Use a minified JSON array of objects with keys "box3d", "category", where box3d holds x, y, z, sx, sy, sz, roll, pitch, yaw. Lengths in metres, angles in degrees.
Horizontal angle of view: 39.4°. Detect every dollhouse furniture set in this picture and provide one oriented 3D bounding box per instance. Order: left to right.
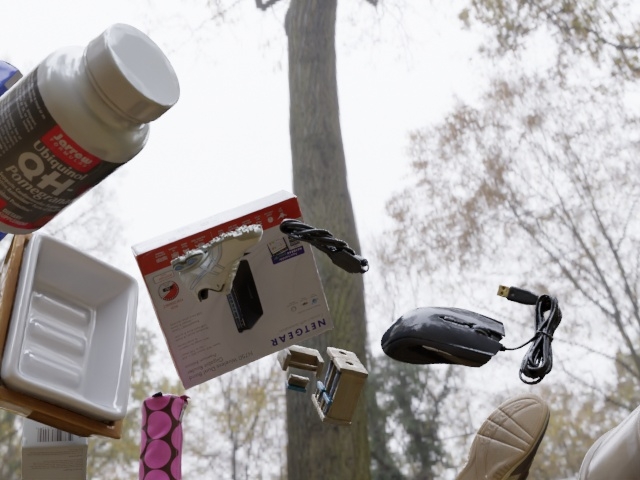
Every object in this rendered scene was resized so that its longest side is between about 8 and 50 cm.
[{"box3d":[-0.016,0.301,1.930,0.183,0.129,0.129,15,-80,-16],"category":"dollhouse furniture set"}]

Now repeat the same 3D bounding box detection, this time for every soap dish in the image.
[{"box3d":[-0.405,0.150,1.384,0.118,0.291,0.229,-32,-46,32],"category":"soap dish"}]

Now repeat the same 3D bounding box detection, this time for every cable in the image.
[{"box3d":[0.000,0.000,1.626,0.184,0.150,0.047,30,-88,-31],"category":"cable"}]

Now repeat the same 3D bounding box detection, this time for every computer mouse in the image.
[{"box3d":[0.225,0.113,1.322,0.262,0.184,0.060,6,-50,28],"category":"computer mouse"}]

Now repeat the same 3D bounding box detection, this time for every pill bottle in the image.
[{"box3d":[-0.347,-0.154,1.222,0.318,0.176,0.176,-32,-50,26],"category":"pill bottle"}]

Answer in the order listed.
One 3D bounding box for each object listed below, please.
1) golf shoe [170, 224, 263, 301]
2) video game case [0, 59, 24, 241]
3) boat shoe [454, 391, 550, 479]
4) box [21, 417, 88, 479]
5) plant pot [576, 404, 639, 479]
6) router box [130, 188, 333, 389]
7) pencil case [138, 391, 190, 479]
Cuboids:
[{"box3d":[-0.140,0.034,1.330,0.176,0.069,0.086,-27,-92,39],"category":"golf shoe"},{"box3d":[-0.576,-0.137,1.567,0.061,0.269,0.244,28,-21,30],"category":"video game case"},{"box3d":[0.316,0.402,1.579,0.285,0.103,0.092,-57,-43,-9],"category":"boat shoe"},{"box3d":[-0.426,0.325,1.435,0.101,0.102,0.087,1,-58,-16],"category":"box"},{"box3d":[0.623,0.406,1.550,0.323,0.323,0.280,-6,-43,0],"category":"plant pot"},{"box3d":[-0.170,0.095,1.797,0.335,0.082,0.301,-22,-70,-15],"category":"router box"},{"box3d":[-0.285,0.388,1.645,0.098,0.209,0.095,-10,-20,18],"category":"pencil case"}]
